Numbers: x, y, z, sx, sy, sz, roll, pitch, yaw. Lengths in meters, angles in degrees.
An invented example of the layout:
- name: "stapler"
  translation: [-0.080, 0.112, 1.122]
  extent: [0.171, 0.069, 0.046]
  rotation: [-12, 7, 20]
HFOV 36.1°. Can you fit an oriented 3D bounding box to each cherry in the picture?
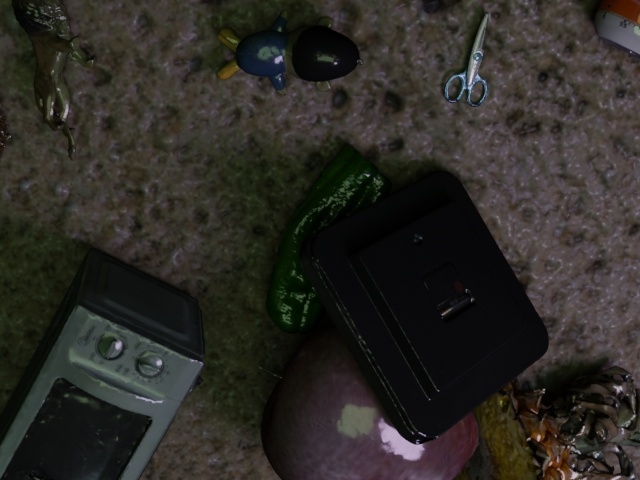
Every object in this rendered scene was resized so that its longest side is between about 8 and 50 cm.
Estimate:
- name: "cherry"
  translation: [0.056, 0.230, 1.249]
  extent: [0.307, 0.221, 0.261]
  rotation: [20, 143, -6]

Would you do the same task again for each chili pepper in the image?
- name: "chili pepper"
  translation: [0.001, 0.001, 1.258]
  extent: [0.099, 0.083, 0.253]
  rotation: [25, 99, -15]

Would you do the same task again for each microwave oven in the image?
- name: "microwave oven"
  translation: [-0.275, 0.199, 1.207]
  extent: [0.181, 0.237, 0.295]
  rotation: [27, 102, -15]

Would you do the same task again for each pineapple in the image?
- name: "pineapple"
  translation: [0.331, 0.267, 1.334]
  extent: [0.271, 0.262, 0.263]
  rotation: [-9, 111, -25]

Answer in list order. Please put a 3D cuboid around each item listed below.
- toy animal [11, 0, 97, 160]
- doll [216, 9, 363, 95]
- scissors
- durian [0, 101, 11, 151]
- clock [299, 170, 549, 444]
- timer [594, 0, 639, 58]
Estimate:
- name: "toy animal"
  translation: [-0.306, -0.203, 1.162]
  extent: [0.086, 0.069, 0.220]
  rotation: [-2, 105, 17]
- name: "doll"
  translation: [-0.035, -0.224, 1.180]
  extent: [0.179, 0.089, 0.102]
  rotation: [8, 109, 15]
- name: "scissors"
  translation: [0.194, -0.228, 1.235]
  extent: [0.058, 0.014, 0.119]
  rotation: [9, 110, -14]
- name: "durian"
  translation: [-0.464, -0.123, 1.155]
  extent: [0.188, 0.091, 0.148]
  rotation: [-27, 109, 5]
- name: "clock"
  translation: [0.139, 0.068, 1.187]
  extent: [0.278, 0.049, 0.273]
  rotation: [-28, 85, -39]
- name: "timer"
  translation: [0.409, -0.282, 1.197]
  extent: [0.136, 0.099, 0.136]
  rotation: [-7, 119, -12]
